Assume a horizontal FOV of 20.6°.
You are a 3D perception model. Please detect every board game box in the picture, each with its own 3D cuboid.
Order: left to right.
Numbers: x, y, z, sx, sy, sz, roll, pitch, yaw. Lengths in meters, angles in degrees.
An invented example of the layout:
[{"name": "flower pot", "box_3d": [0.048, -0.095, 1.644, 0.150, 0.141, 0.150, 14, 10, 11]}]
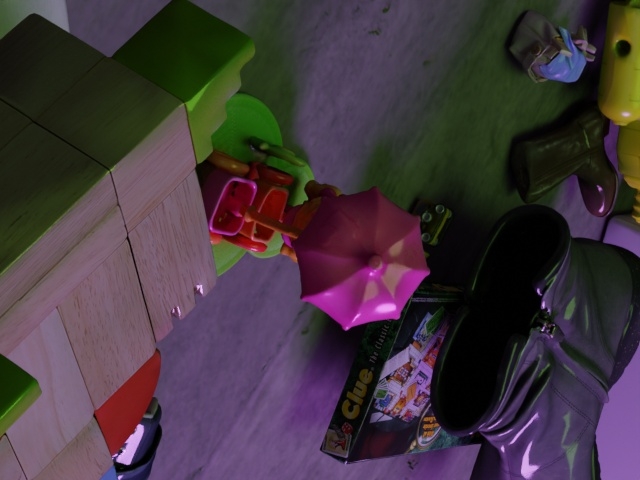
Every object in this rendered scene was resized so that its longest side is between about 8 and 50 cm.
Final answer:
[{"name": "board game box", "box_3d": [0.091, 0.098, 1.347, 0.260, 0.030, 0.136, 7, 104, -63]}]

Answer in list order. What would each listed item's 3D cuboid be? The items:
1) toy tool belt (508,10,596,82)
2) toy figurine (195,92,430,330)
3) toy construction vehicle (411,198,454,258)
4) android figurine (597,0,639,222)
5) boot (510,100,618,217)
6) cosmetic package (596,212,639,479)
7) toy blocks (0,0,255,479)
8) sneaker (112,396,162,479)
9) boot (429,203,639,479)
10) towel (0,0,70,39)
[{"name": "toy tool belt", "box_3d": [0.181, -0.139, 1.322, 0.083, 0.051, 0.052, 16, 99, -56]}, {"name": "toy figurine", "box_3d": [0.000, 0.000, 1.076, 0.173, 0.159, 0.130, 15, 99, -56]}, {"name": "toy construction vehicle", "box_3d": [0.050, 0.010, 1.268, 0.098, 0.035, 0.086, -64, 157, 4]}, {"name": "android figurine", "box_3d": [0.302, -0.148, 1.454, 0.248, 0.056, 0.273, -19, 120, -53]}, {"name": "boot", "box_3d": [0.193, -0.047, 1.410, 0.114, 0.037, 0.106, -33, 122, -42]}, {"name": "cosmetic package", "box_3d": [0.453, 0.163, 1.638, 0.394, 0.327, 0.329, -7, 117, -52]}, {"name": "toy blocks", "box_3d": [-0.177, 0.084, 0.844, 0.381, 0.191, 0.261, -47, 154, -25]}, {"name": "sneaker", "box_3d": [-0.176, 0.154, 0.993, 0.226, 0.086, 0.163, -30, 145, -53]}, {"name": "boot", "box_3d": [0.141, 0.144, 1.347, 0.223, 0.118, 0.338, 13, 89, -61]}, {"name": "towel", "box_3d": [-0.210, -0.048, 0.875, 0.237, 0.037, 0.329, -35, 137, -37]}]
